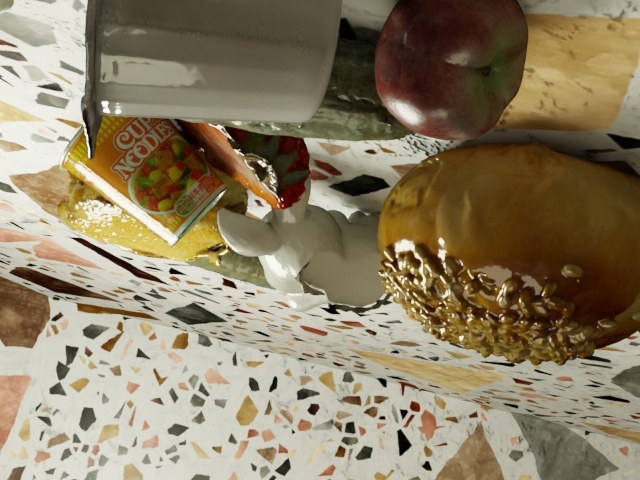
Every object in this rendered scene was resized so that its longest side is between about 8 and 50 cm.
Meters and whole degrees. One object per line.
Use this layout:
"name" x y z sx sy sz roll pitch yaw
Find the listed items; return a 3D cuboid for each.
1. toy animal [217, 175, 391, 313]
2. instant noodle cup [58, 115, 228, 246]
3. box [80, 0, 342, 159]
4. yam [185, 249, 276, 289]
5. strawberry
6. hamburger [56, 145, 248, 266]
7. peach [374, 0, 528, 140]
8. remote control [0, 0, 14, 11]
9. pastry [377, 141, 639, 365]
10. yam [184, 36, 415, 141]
"toy animal" -0.002 0.007 1.345 0.154 0.208 0.325 40 175 47
"instant noodle cup" -0.231 -0.092 1.160 0.185 0.168 0.168 43 158 -3
"box" -0.100 -0.208 0.782 0.207 0.262 0.291 6 -159 -11
"yam" -0.175 0.019 1.647 0.259 0.106 0.106 20 161 -19
"strawberry" -0.094 -0.146 1.114 0.236 0.111 0.190 29 163 52
"hamburger" -0.270 -0.063 1.383 0.319 0.158 0.318 12 161 4
"peach" 0.116 -0.175 0.823 0.152 0.152 0.152 12 162 4
"remote control" -0.447 -0.293 0.941 0.230 0.090 0.049 10 165 10
"pastry" 0.268 0.033 1.143 0.410 0.244 0.409 13 164 4
"yam" -0.031 -0.179 0.941 0.331 0.133 0.133 9 162 1
